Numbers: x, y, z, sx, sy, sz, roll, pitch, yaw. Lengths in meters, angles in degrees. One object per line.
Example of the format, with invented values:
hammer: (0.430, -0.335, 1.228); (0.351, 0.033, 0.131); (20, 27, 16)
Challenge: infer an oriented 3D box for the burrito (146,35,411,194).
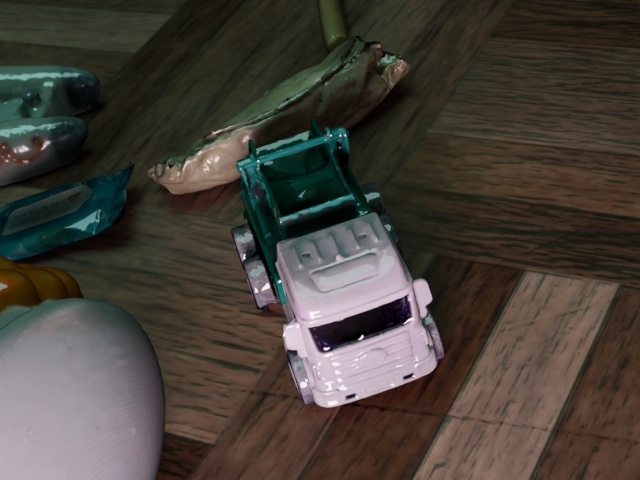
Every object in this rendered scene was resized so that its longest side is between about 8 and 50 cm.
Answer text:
burrito: (-0.031, -0.098, 1.024); (0.229, 0.063, 0.058); (-26, 49, -9)

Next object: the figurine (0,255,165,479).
figurine: (-0.246, 0.134, 0.753); (0.381, 0.205, 0.224); (-7, 38, 44)

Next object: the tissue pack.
tissue pack: (-0.212, -0.015, 1.020); (0.138, 0.028, 0.085); (-14, 35, 10)

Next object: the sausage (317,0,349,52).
sausage: (0.010, -0.211, 1.177); (0.024, 0.024, 0.132); (-13, 39, 4)

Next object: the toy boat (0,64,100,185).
toy boat: (-0.298, -0.108, 1.123); (0.207, 0.079, 0.134); (-8, 42, 9)

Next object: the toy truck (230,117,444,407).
toy truck: (0.000, 0.000, 0.851); (0.110, 0.116, 0.216); (-19, 39, -3)
